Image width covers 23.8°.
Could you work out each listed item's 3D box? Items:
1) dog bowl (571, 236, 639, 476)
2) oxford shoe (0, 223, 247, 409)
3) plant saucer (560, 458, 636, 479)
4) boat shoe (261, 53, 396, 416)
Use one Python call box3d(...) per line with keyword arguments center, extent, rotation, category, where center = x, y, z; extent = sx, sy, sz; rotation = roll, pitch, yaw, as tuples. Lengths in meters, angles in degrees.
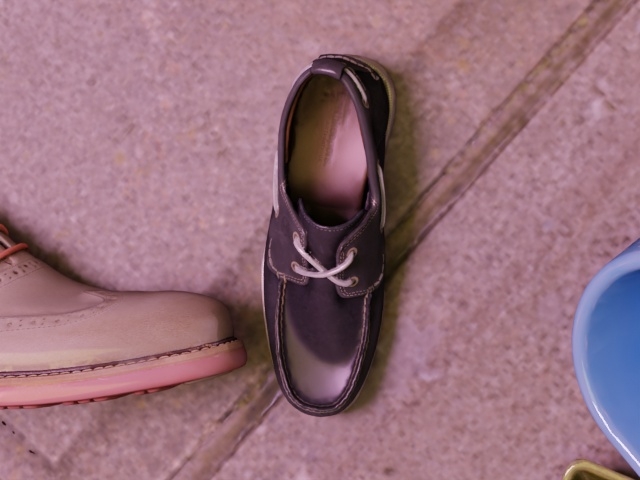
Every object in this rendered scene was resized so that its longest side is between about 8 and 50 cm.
box3d(center=(0.256, 0.111, 0.848), extent=(0.297, 0.074, 0.166), rotation=(51, 136, 24), category="dog bowl")
box3d(center=(-0.241, 0.028, 0.969), extent=(0.397, 0.140, 0.147), rotation=(3, 89, 8), category="oxford shoe")
box3d(center=(0.210, 0.250, 0.955), extent=(0.188, 0.045, 0.188), rotation=(22, 99, 7), category="plant saucer")
box3d(center=(0.000, 0.000, 0.953), extent=(0.084, 0.079, 0.233), rotation=(6, 98, 8), category="boat shoe")
